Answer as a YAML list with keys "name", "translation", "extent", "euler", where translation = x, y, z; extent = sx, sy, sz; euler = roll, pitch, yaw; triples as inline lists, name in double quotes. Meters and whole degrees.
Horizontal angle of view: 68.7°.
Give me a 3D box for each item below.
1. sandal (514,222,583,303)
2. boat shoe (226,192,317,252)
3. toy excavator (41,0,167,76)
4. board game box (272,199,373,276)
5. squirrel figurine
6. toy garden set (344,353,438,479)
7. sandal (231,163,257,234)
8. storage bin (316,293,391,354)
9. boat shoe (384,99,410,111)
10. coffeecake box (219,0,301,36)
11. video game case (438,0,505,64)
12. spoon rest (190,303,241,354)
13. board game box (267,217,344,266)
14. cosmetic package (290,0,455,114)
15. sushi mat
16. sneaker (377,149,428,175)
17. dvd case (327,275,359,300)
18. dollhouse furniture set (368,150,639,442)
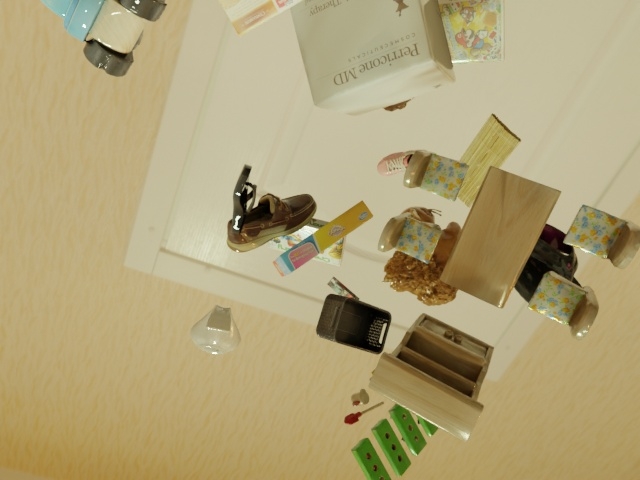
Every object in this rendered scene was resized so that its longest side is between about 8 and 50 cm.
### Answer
- name: "sandal"
  translation: [0.500, -0.003, 1.111]
  extent: [0.168, 0.107, 0.445]
  euler: [0, -132, -14]
- name: "boat shoe"
  translation: [-0.150, -0.086, 1.491]
  extent: [0.342, 0.123, 0.123]
  euler: [-27, -133, -29]
- name: "toy excavator"
  translation: [-0.590, -0.669, 1.092]
  extent: [0.445, 0.222, 0.432]
  euler: [29, -146, -32]
- name: "board game box"
  translation: [0.000, 0.000, 1.535]
  extent: [0.064, 0.317, 0.242]
  euler: [56, 166, 0]
- name: "squirrel figurine"
  translation: [0.428, 0.050, 1.879]
  extent: [0.370, 0.281, 0.397]
  euler: [48, -120, -3]
- name: "toy garden set"
  translation: [0.136, 0.385, 1.013]
  extent: [0.244, 0.049, 0.203]
  euler: [-26, -95, -44]
- name: "sandal"
  translation: [-0.198, -0.110, 1.252]
  extent: [0.055, 0.254, 0.097]
  euler: [15, -124, -3]
- name: "storage bin"
  translation: [0.091, 0.225, 1.259]
  extent: [0.180, 0.121, 0.084]
  euler: [24, 167, -34]
- name: "boat shoe"
  translation: [0.303, -0.533, 1.774]
  extent: [0.060, 0.064, 0.178]
  euler: [30, 162, -28]
- name: "coffeecake box"
  translation: [-0.125, -0.478, 0.810]
  extent: [0.185, 0.143, 0.068]
  euler: [59, -160, -28]
- name: "video game case"
  translation: [0.446, -0.644, 1.415]
  extent: [0.207, 0.226, 0.026]
  euler: [5, -131, 26]
- name: "spoon rest"
  translation: [-0.261, 0.227, 1.194]
  extent: [0.138, 0.276, 0.084]
  euler: [15, -118, -10]
- name: "board game box"
  translation: [-0.056, -0.012, 1.810]
  extent: [0.306, 0.192, 0.053]
  euler: [14, -130, 8]
- name: "cosmetic package"
  translation: [0.142, -0.588, 1.273]
  extent: [0.330, 0.393, 0.327]
  euler: [-13, -178, 26]
- name: "sushi mat"
  translation: [0.554, -0.270, 1.626]
  extent: [0.019, 0.316, 0.151]
  euler: [-12, -123, -30]
- name: "sneaker"
  translation: [0.192, -0.188, 1.127]
  extent: [0.135, 0.050, 0.070]
  euler: [-11, -171, 26]
- name: "dvd case"
  translation: [0.079, 0.179, 1.648]
  extent: [0.119, 0.087, 0.013]
  euler: [39, -112, 4]
- name: "dollhouse furniture set"
  translation: [0.260, 0.080, 0.794]
  extent: [0.362, 0.393, 0.256]
  euler: [25, -161, 19]
